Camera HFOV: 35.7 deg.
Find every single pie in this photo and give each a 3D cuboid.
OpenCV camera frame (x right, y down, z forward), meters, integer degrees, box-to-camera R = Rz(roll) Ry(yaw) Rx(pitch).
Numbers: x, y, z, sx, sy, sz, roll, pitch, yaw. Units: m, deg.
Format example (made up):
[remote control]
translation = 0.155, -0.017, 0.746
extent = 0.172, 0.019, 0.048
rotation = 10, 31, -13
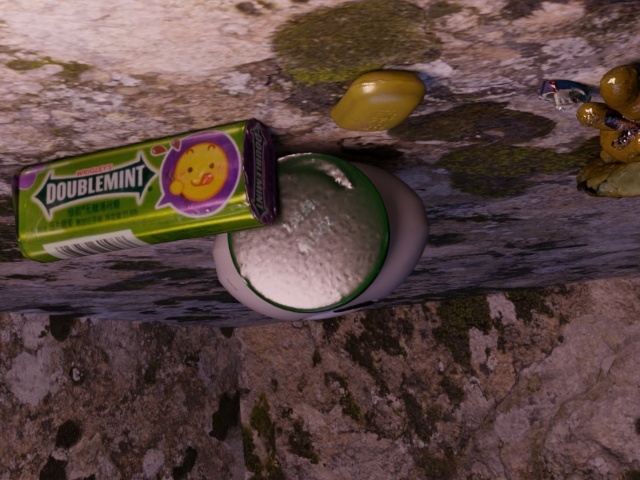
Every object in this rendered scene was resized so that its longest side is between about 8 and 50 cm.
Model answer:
[pie]
translation = 0.558, -0.103, 1.436
extent = 0.372, 0.078, 0.296
rotation = -5, -178, 18

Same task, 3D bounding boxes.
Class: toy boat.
[toy boat]
translation = 0.286, -0.169, 1.173
extent = 0.083, 0.038, 0.038
rotation = 1, 168, -36

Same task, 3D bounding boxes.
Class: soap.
[soap]
translation = 0.064, -0.154, 1.122
extent = 0.089, 0.045, 0.140
rotation = 1, 169, -13

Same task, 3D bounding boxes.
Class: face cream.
[face cream]
translation = 0.000, 0.000, 1.430
extent = 0.313, 0.219, 0.357
rotation = -14, 174, 5

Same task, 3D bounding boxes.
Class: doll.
[doll]
translation = 0.379, -0.147, 1.168
extent = 0.137, 0.097, 0.209
rotation = -26, 159, 15

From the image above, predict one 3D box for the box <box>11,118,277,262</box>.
[box]
translation = -0.230, -0.059, 1.268
extent = 0.346, 0.134, 0.097
rotation = -8, 166, 22
